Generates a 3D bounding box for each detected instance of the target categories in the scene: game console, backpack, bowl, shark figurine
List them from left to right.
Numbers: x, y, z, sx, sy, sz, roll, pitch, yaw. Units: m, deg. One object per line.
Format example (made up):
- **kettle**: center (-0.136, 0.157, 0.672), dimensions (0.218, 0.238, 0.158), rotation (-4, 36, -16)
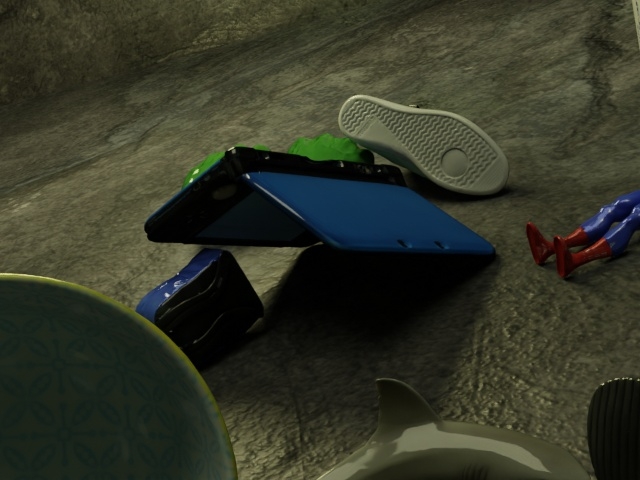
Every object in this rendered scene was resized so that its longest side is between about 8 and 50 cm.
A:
- **bowl**: center (-0.204, 0.158, 0.761), dimensions (0.290, 0.289, 0.156), rotation (-19, 6, -7)
- **backpack**: center (-0.139, 0.080, 1.250), dimensions (0.120, 0.098, 0.101), rotation (-42, 20, -27)
- **game console**: center (0.000, 0.000, 1.281), dimensions (0.250, 0.173, 0.293), rotation (-36, -24, 34)
- **shark figurine**: center (0.039, 0.168, 0.870), dimensions (0.278, 0.116, 0.166), rotation (-18, 19, -10)

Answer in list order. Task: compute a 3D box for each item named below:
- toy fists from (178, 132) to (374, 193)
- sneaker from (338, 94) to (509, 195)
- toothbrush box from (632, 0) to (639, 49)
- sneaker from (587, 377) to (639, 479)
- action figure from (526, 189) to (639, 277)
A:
- **toy fists**: center (-0.060, -0.083, 1.610), dimensions (0.279, 0.096, 0.142), rotation (-7, 30, 17)
- **sneaker**: center (0.165, -0.127, 1.556), dimensions (0.256, 0.094, 0.151), rotation (27, 9, 30)
- **toothbrush box**: center (0.539, -0.338, 1.646), dimensions (0.126, 0.216, 0.295), rotation (-13, 22, 7)
- **sneaker**: center (0.319, 0.156, 0.722), dimensions (0.146, 0.122, 0.331), rotation (-8, 12, -33)
- **action figure**: center (0.356, -0.073, 1.227), dimensions (0.280, 0.139, 0.091), rotation (-19, 22, -14)
